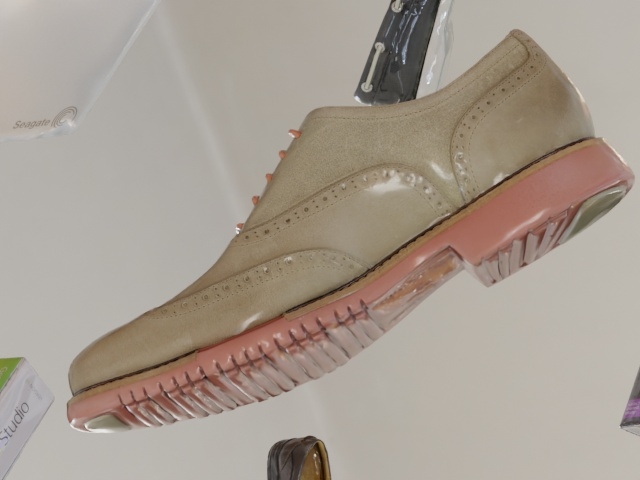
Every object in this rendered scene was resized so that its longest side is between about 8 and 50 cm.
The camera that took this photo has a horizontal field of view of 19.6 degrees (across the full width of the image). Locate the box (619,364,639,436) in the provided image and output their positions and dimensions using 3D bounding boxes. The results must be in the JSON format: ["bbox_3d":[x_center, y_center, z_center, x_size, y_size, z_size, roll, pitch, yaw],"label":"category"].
[{"bbox_3d":[0.321,0.094,1.653,0.116,0.029,0.162,145,-32,-76],"label":"box"}]

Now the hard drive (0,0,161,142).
[{"bbox_3d":[-0.184,-0.219,1.424,0.353,0.047,0.233,-53,160,25],"label":"hard drive"}]

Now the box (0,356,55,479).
[{"bbox_3d":[-0.401,0.205,1.555,0.322,0.058,0.232,-7,-140,37],"label":"box"}]

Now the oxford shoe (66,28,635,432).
[{"bbox_3d":[0.000,0.000,1.219,0.397,0.146,0.140,-26,166,-4],"label":"oxford shoe"}]

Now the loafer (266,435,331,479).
[{"bbox_3d":[-0.013,0.271,1.783,0.062,0.170,0.061,-2,165,-34],"label":"loafer"}]

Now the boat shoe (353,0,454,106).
[{"bbox_3d":[0.103,-0.272,1.878,0.091,0.302,0.114,14,-169,6],"label":"boat shoe"}]
